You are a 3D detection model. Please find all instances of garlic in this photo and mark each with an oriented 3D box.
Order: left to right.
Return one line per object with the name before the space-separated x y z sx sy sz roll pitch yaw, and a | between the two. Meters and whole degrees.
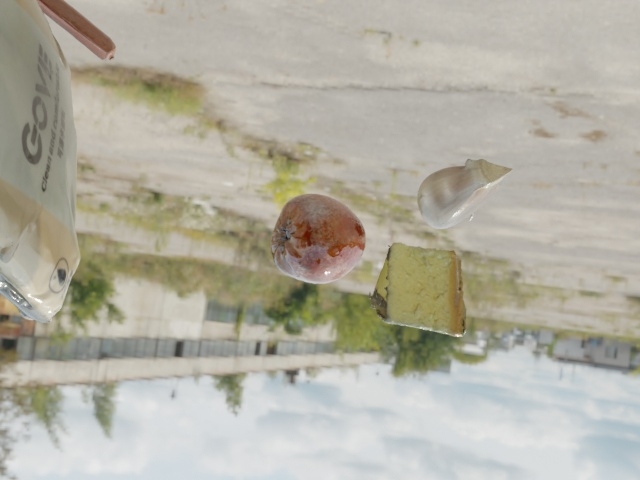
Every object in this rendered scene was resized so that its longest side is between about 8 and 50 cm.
garlic | 0.263 -0.075 1.819 0.148 0.129 0.266 19 167 -2

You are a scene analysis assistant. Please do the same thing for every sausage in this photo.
sausage | -0.342 -0.301 1.252 0.147 0.035 0.030 37 172 -17

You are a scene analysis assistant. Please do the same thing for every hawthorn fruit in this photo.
hawthorn fruit | 0.000 0.000 1.647 0.172 0.173 0.173 7 176 1

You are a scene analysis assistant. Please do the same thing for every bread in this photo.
bread | 0.167 0.087 1.458 0.147 0.127 0.152 9 -153 -12

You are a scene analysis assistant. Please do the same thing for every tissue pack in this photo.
tissue pack | -0.381 -0.137 0.968 0.195 0.376 0.390 -12 152 3
